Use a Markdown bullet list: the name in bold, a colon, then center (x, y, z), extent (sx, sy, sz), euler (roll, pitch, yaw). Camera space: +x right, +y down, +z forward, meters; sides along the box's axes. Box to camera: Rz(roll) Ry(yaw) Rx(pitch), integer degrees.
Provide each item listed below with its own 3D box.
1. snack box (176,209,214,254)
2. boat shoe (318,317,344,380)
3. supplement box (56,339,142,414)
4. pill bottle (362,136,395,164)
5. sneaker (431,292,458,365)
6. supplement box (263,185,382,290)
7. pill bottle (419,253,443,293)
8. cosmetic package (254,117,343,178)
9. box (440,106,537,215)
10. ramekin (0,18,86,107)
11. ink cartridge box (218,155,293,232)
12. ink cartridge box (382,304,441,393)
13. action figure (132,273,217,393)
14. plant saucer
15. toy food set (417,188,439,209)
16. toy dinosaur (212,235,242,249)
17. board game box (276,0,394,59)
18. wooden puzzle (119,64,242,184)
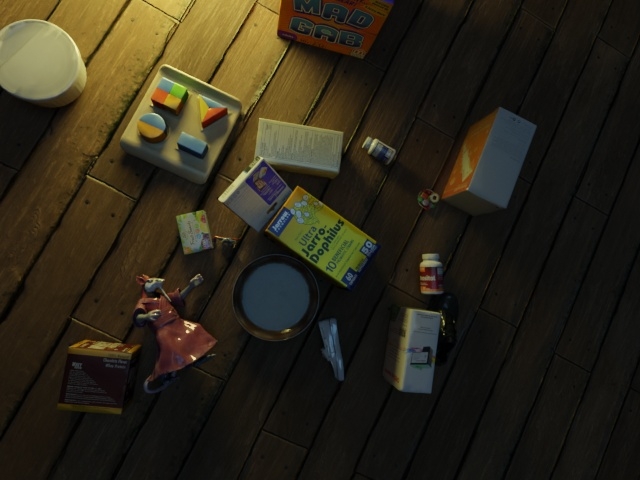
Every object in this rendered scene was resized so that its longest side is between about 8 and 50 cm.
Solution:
- **snack box**: center (-0.445, -0.027, 1.457), extent (0.100, 0.037, 0.141), euler (-14, 88, -3)
- **boat shoe**: center (0.037, 0.399, 1.502), extent (0.076, 0.083, 0.226), euler (-9, 76, 1)
- **supplement box**: center (-0.710, 0.439, 1.337), extent (0.192, 0.129, 0.194), euler (9, 85, -9)
- **pill bottle**: center (0.223, -0.349, 1.582), extent (0.120, 0.067, 0.067), euler (29, 82, -7)
- **sneaker**: center (0.474, 0.338, 1.548), extent (0.109, 0.130, 0.286), euler (15, 83, -6)
- **supplement box**: center (0.000, 0.000, 1.455), extent (0.357, 0.195, 0.194), euler (35, 81, -5)
- **pill bottle**: center (0.425, 0.128, 1.575), extent (0.086, 0.086, 0.151), euler (-1, 86, -10)
- **cosmetic package**: center (-0.082, -0.332, 1.506), extent (0.310, 0.113, 0.160), euler (8, 85, -8)
- **box**: center (0.638, -0.291, 1.575), extent (0.168, 0.215, 0.345), euler (24, 82, -7)
- **ramekin**: center (-0.924, -0.575, 1.370), extent (0.273, 0.127, 0.272), euler (1, 87, -10)
- **ink cartridge box**: center (-0.223, -0.160, 1.458), extent (0.206, 0.045, 0.208), euler (-49, 138, -5)
- **ink cartridge box**: center (0.324, 0.383, 1.481), extent (0.117, 0.201, 0.277), euler (10, 85, -9)
- **action figure**: center (-0.518, 0.277, 1.389), extent (0.276, 0.248, 0.370), euler (-41, 78, 32)
- **plant saucer**: center (-0.160, 0.204, 1.485), extent (0.311, 0.050, 0.310), euler (0, 87, -8)
- **toy food set**: center (0.425, -0.163, 1.627), extent (0.083, 0.020, 0.082), euler (35, 81, -6)
- **toy dinosaur**: center (-0.344, 0.001, 1.486), extent (0.082, 0.047, 0.090), euler (34, 48, 3)
- **board game box**: center (0.063, -0.932, 1.449), extent (0.357, 0.356, 0.355), euler (11, 85, -9)
- **wooden puzzle**: center (-0.492, -0.417, 1.457), extent (0.322, 0.080, 0.347), euler (24, 83, -8)
